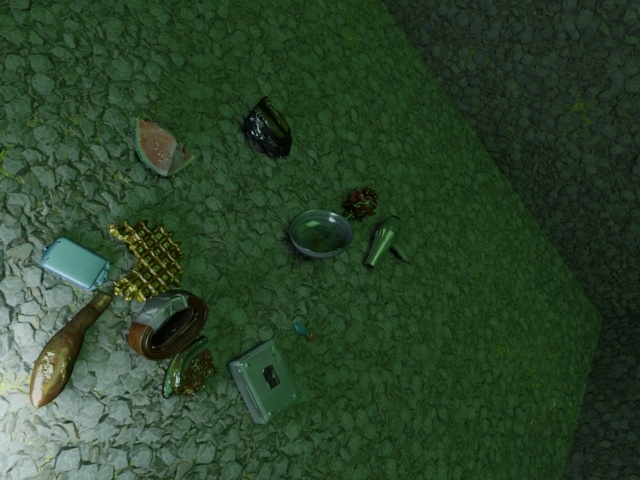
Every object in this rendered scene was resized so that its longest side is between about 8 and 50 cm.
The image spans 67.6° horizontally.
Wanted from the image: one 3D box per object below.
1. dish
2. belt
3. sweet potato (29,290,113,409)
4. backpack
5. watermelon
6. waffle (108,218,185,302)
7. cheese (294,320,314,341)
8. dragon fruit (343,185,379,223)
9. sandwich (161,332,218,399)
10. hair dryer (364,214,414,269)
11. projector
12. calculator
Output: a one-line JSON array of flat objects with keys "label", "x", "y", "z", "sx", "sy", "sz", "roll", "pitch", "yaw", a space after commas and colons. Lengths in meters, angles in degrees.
[{"label": "dish", "x": 0.000, "y": 0.000, "z": 2.070, "sx": 0.274, "sy": 0.133, "sz": 0.273, "roll": 3, "pitch": 44, "yaw": -3}, {"label": "belt", "x": -0.506, "y": 0.275, "z": 1.591, "sx": 0.261, "sy": 0.105, "sz": 0.184, "roll": -45, "pitch": 127, "yaw": -28}, {"label": "sweet potato", "x": -0.756, "y": 0.309, "z": 1.431, "sx": 0.109, "sy": 0.109, "sz": 0.385, "roll": 33, "pitch": 53, "yaw": -23}, {"label": "backpack", "x": -0.215, "y": -0.478, "z": 2.088, "sx": 0.258, "sy": 0.133, "sz": 0.206, "roll": 47, "pitch": 44, "yaw": -22}, {"label": "watermelon", "x": -0.601, "y": -0.332, "z": 1.774, "sx": 0.231, "sy": 0.128, "sz": 0.146, "roll": 35, "pitch": 84, "yaw": -7}, {"label": "waffle", "x": -0.595, "y": 0.069, "z": 1.653, "sx": 0.260, "sy": 0.069, "sz": 0.292, "roll": 5, "pitch": 72, "yaw": -40}, {"label": "cheese", "x": -0.068, "y": 0.373, "z": 1.969, "sx": 0.111, "sy": 0.017, "sz": 0.047, "roll": 44, "pitch": 57, "yaw": -17}, {"label": "dragon fruit", "x": 0.184, "y": -0.153, "z": 2.275, "sx": 0.137, "sy": 0.135, "sz": 0.235, "roll": 36, "pitch": 78, "yaw": -21}, {"label": "sandwich", "x": -0.443, "y": 0.441, "z": 1.627, "sx": 0.159, "sy": 0.079, "sz": 0.235, "roll": 53, "pitch": 51, "yaw": -10}, {"label": "hair dryer", "x": 0.329, "y": 0.066, "z": 2.331, "sx": 0.296, "sy": 0.119, "sz": 0.298, "roll": -37, "pitch": 111, "yaw": -32}, {"label": "projector", "x": -0.199, "y": 0.519, "z": 1.770, "sx": 0.192, "sy": 0.099, "sz": 0.256, "roll": -26, "pitch": 91, "yaw": -40}, {"label": "calculator", "x": -0.781, "y": 0.072, "z": 1.529, "sx": 0.210, "sy": 0.039, "sz": 0.121, "roll": 34, "pitch": 56, "yaw": -22}]
